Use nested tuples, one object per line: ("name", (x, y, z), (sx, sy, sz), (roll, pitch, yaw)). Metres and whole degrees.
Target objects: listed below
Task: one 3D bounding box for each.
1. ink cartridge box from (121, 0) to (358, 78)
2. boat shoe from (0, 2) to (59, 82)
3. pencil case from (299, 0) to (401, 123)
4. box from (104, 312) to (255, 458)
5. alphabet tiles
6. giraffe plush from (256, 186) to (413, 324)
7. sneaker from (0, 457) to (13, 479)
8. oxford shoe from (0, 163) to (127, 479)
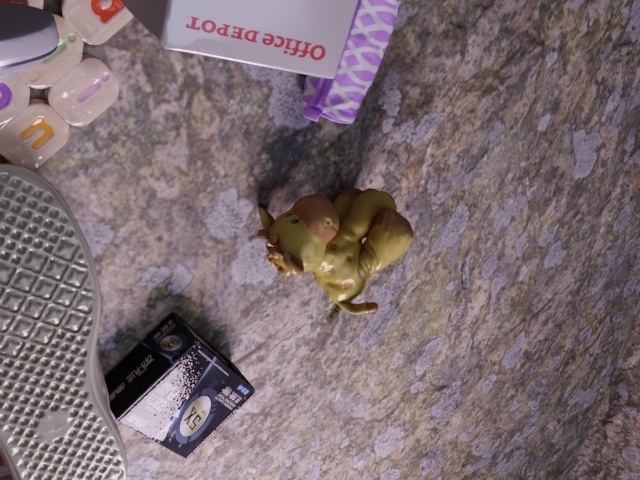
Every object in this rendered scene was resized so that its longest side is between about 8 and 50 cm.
("ink cartridge box", (-0.061, -0.288, 0.573), (0.171, 0.168, 0.232), (3, 119, -32))
("boat shoe", (-0.344, -0.122, 0.533), (0.267, 0.096, 0.088), (-26, 139, -22))
("pencil case", (0.040, -0.251, 0.823), (0.088, 0.086, 0.206), (-43, 154, -69))
("box", (-0.204, 0.215, 0.945), (0.147, 0.077, 0.180), (-43, 139, -9))
("alphabet tiles", (-0.318, -0.193, 0.588), (0.278, 0.021, 0.284), (-43, 139, -6))
("giraffe plush", (0.000, 0.000, 0.918), (0.170, 0.181, 0.210), (27, 81, -37))
("sneaker", (-0.449, 0.347, 0.770), (0.314, 0.136, 0.116), (-6, 121, -40))
("oxford shoe", (-0.328, 0.128, 0.739), (0.169, 0.130, 0.449), (-19, 119, -26))
